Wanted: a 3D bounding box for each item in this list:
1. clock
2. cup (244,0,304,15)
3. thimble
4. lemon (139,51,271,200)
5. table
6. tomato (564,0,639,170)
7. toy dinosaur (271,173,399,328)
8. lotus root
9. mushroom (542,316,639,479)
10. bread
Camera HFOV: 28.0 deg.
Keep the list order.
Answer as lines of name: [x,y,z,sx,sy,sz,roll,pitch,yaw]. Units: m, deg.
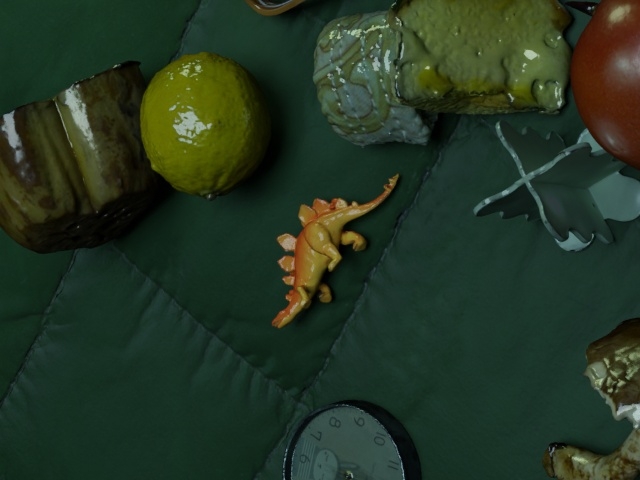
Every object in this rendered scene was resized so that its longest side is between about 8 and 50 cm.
clock: [0.040,0.334,1.816,0.215,0.042,0.215,-2,87,34]
cup: [-0.059,-0.441,1.824,0.264,0.182,0.226,-6,116,43]
thimble: [0.082,-0.219,1.757,0.143,0.137,0.191,-4,103,33]
lemon: [-0.169,-0.170,1.888,0.192,0.192,0.231,-20,73,32]
table: [0.288,-0.068,1.570,0.166,0.198,0.167,-1,88,34]
tomato: [0.412,-0.193,1.455,0.256,0.255,0.224,-63,34,15]
toy dinosaur: [0.000,0.000,1.845,0.117,0.070,0.288,40,105,29]
lotus root: [-0.379,-0.125,1.977,0.316,0.316,0.250,-28,85,30]
mushroom: [0.413,0.216,1.517,0.208,0.302,0.233,-34,59,-18]
bread: [0.198,-0.245,1.685,0.133,0.251,0.174,168,100,-77]
